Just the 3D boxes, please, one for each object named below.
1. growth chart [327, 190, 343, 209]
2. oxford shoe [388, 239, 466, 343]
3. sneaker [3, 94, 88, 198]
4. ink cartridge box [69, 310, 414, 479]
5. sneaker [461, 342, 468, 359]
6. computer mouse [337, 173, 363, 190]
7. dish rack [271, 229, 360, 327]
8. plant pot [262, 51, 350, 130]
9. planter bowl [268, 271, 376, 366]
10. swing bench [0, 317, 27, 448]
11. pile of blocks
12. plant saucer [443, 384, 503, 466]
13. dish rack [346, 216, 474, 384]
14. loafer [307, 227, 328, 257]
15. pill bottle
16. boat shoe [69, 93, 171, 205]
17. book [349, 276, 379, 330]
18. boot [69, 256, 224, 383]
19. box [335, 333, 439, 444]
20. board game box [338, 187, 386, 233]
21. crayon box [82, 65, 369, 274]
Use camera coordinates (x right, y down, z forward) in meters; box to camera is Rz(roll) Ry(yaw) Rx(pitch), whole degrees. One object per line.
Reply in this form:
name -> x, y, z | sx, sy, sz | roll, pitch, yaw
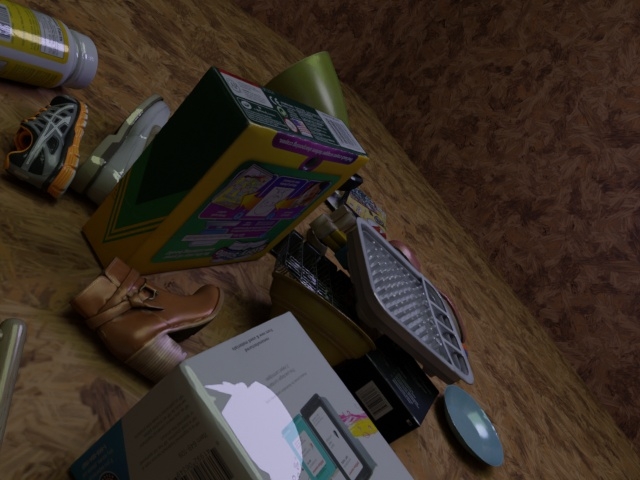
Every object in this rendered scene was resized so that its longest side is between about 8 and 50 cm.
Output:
growth chart -> 0.064, -0.111, 1.520 | 0.237, 0.021, 0.172 | 50, 23, 9
oxford shoe -> 0.258, 0.169, 1.325 | 0.130, 0.123, 0.348 | -33, 80, -40
sneaker -> -0.405, -0.157, 0.712 | 0.083, 0.084, 0.215 | 21, 34, -37
ink cartridge box -> -0.059, 0.254, 0.484 | 0.270, 0.198, 0.197 | 52, 23, 11
sneaker -> 0.321, 0.297, 1.225 | 0.221, 0.083, 0.087 | 23, 40, -37
computer mouse -> 0.017, -0.221, 1.530 | 0.272, 0.072, 0.188 | 35, 18, 31
dish rack -> -0.012, 0.081, 0.943 | 0.208, 0.074, 0.271 | 40, 11, -12
plant pot -> -0.021, -0.457, 1.688 | 0.293, 0.274, 0.275 | 61, 22, -8
planter bowl -> -0.021, 0.154, 0.802 | 0.217, 0.090, 0.217 | 34, -14, 10
swing bench -> -0.319, 0.160, 0.232 | 0.253, 0.165, 0.255 | 24, 32, -43
pile of blocks -> 0.128, 0.046, 1.103 | 0.362, 0.112, 0.149 | 43, 15, -36
plant saucer -> 0.337, 0.426, 1.091 | 0.195, 0.037, 0.195 | 38, 24, -20
dish rack -> 0.164, 0.129, 0.962 | 0.333, 0.072, 0.285 | 42, 24, -28
loafer -> 0.000, 0.000, 1.189 | 0.056, 0.050, 0.148 | 37, 25, -22
pill bottle -> -0.487, -0.320, 0.784 | 0.119, 0.119, 0.208 | 53, 23, 15
boat shoe -> -0.316, -0.151, 0.831 | 0.103, 0.113, 0.302 | 38, 35, -22
book -> 0.119, 0.147, 1.185 | 0.144, 0.035, 0.096 | 53, 25, 8
boot -> -0.221, 0.078, 0.643 | 0.152, 0.073, 0.197 | 46, 25, -11
box -> 0.127, 0.273, 0.907 | 0.156, 0.093, 0.158 | 53, 24, 12
board game box -> 0.137, -0.086, 1.524 | 0.165, 0.042, 0.243 | 43, 21, -8
crayon box -> -0.127, -0.083, 0.767 | 0.106, 0.313, 0.363 | 56, 24, 14
